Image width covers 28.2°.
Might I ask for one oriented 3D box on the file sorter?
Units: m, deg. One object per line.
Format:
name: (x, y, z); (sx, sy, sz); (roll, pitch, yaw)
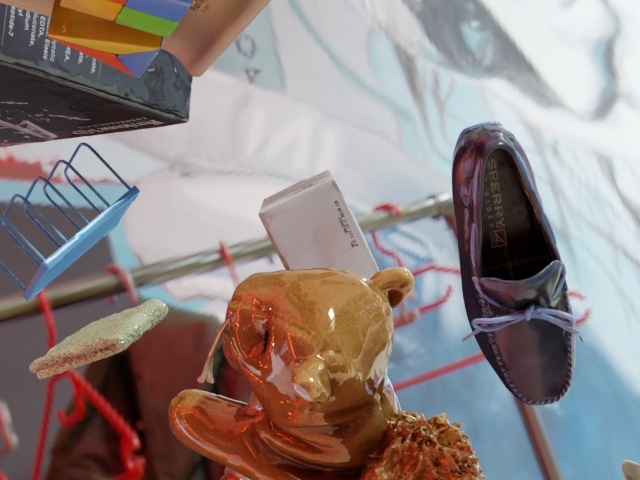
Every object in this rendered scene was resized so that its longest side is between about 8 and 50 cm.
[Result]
file sorter: (-0.341, -0.028, 1.644); (0.170, 0.104, 0.118); (-45, 1, -34)

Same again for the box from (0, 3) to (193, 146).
box: (-0.482, -0.311, 1.596); (0.479, 0.298, 0.471); (-3, -9, 37)

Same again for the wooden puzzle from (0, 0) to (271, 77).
wooden puzzle: (-0.233, -0.221, 1.045); (0.347, 0.081, 0.322); (19, -11, -15)

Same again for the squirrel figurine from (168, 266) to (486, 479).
squirrel figurine: (0.040, 0.203, 1.297); (0.281, 0.397, 0.371); (-39, -28, -39)

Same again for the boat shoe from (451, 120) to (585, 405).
boat shoe: (0.160, 0.030, 1.100); (0.109, 0.258, 0.089); (-21, 11, 2)

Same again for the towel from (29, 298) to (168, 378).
towel: (-0.251, 0.111, 1.437); (0.148, 0.027, 0.110); (-19, 13, 32)

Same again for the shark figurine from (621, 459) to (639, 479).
shark figurine: (0.347, 0.145, 1.105); (0.166, 0.278, 0.116); (25, 6, -13)

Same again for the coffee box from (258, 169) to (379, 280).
coffee box: (0.000, 0.000, 1.526); (0.098, 0.141, 0.246); (-25, 5, 1)
